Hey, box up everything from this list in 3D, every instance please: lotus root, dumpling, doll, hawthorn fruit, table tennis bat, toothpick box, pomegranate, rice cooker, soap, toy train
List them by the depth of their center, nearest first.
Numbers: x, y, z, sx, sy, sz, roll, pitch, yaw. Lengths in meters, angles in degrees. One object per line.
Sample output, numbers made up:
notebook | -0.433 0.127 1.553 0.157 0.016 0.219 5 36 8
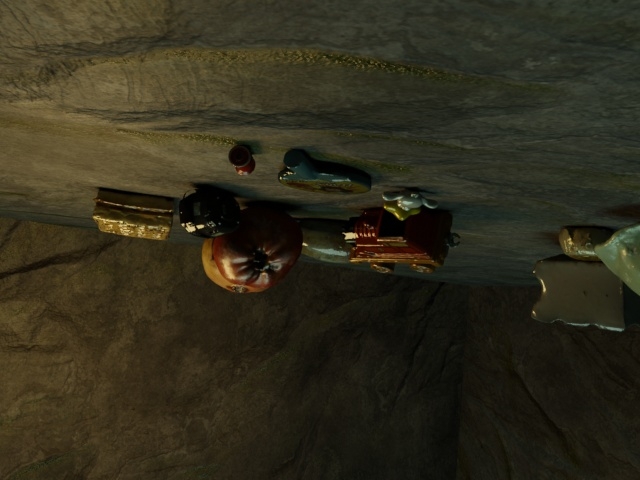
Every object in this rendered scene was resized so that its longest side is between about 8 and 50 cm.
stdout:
toothpick box | -0.162 -0.167 1.306 0.047 0.047 0.083 6 174 2
table tennis bat | -0.003 -0.143 1.413 0.215 0.044 0.329 5 175 19
dumpling | 0.857 0.027 1.515 0.321 0.269 0.212 -17 -161 -8
doll | 0.207 -0.094 1.543 0.135 0.071 0.113 16 160 -34
rice cooker | -0.314 -0.077 1.788 0.119 0.142 0.203 -10 174 30
toy train | 0.222 -0.014 1.805 0.369 0.163 0.232 0 158 43
hawthorn fruit | -0.200 0.015 1.958 0.285 0.284 0.284 6 173 1
soap | 0.910 0.153 2.026 0.351 0.212 0.435 6 -173 37
lotus root | 0.000 0.000 2.164 0.323 0.139 0.158 8 174 2
pomegranate | -0.279 0.053 2.290 0.323 0.321 0.322 6 173 1

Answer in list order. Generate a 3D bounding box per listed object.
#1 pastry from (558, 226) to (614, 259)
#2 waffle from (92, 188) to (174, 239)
pastry | 0.773 0.009 1.812 0.166 0.088 0.166 7 172 1
waffle | -0.636 -0.084 2.136 0.261 0.113 0.376 10 172 -14
